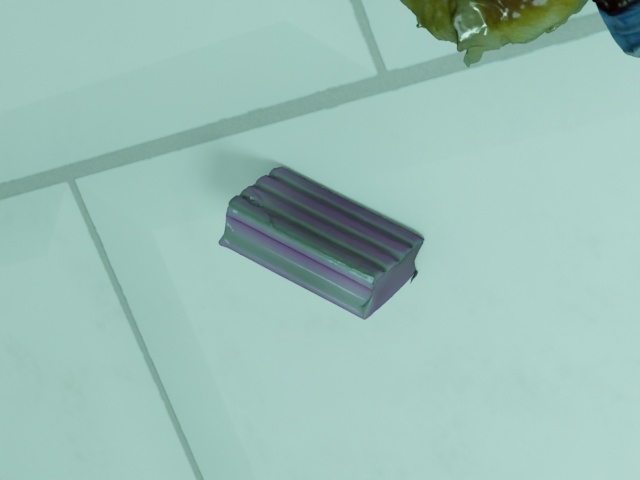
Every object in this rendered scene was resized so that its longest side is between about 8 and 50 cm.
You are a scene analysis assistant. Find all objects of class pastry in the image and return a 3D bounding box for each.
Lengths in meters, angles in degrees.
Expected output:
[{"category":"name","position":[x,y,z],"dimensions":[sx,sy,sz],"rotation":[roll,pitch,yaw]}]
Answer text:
[{"category":"pastry","position":[0.157,-0.303,1.514],"dimensions":[0.235,0.121,0.257],"rotation":[-10,109,36]}]

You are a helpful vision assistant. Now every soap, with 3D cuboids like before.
[{"category":"soap","position":[0.000,0.000,1.766],"dimensions":[0.203,0.122,0.066],"rotation":[27,126,20]}]

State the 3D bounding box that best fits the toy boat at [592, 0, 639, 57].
[{"category":"toy boat","position":[0.376,-0.258,1.404],"dimensions":[0.142,0.129,0.309],"rotation":[26,136,-27]}]
